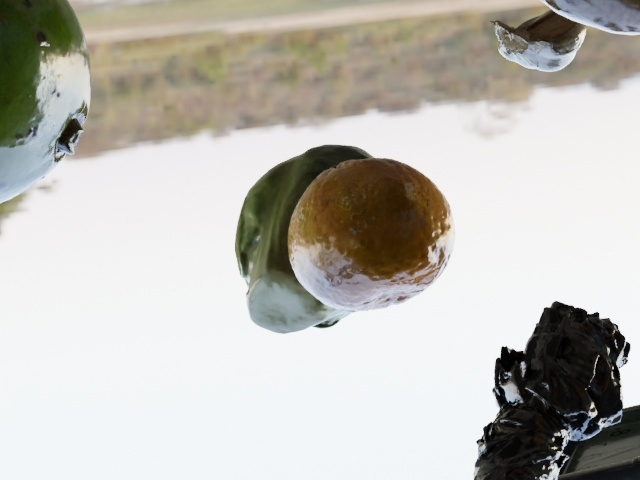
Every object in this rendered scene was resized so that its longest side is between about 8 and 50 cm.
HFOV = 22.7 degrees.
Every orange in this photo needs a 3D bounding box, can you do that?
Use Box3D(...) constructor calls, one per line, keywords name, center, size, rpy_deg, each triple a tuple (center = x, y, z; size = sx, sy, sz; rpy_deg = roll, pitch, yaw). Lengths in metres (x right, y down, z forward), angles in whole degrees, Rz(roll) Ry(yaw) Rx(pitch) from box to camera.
Box3D(name="orange", center=(0.053, -0.005, 1.670), size=(0.177, 0.155, 0.177), rpy_deg=(-2, 166, 0))

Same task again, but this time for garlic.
Box3D(name="garlic", center=(0.267, -0.239, 1.911), size=(0.094, 0.074, 0.113), rpy_deg=(-27, -157, -35))

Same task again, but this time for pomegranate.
Box3D(name="pomegranate", center=(-0.279, -0.129, 1.130), size=(0.248, 0.202, 0.202), rpy_deg=(32, -175, -2))

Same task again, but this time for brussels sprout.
Box3D(name="brussels sprout", center=(0.000, 0.000, 2.039), size=(0.210, 0.219, 0.271), rpy_deg=(-27, -160, 43))

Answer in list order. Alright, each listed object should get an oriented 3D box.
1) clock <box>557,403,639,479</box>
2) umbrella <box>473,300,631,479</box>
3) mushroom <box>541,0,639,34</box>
Box3D(name="clock", center=(0.436, 0.270, 2.115), size=(0.279, 0.049, 0.273), rpy_deg=(-16, -173, 21))
Box3D(name="umbrella", center=(0.251, 0.230, 1.792), size=(0.154, 0.337, 0.128), rpy_deg=(12, 151, 10))
Box3D(name="mushroom", center=(0.280, -0.355, 1.371), size=(0.345, 0.345, 0.239), rpy_deg=(-8, -160, -9))
